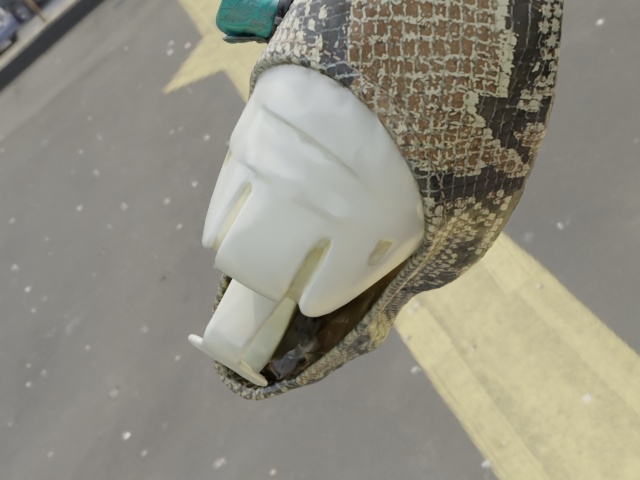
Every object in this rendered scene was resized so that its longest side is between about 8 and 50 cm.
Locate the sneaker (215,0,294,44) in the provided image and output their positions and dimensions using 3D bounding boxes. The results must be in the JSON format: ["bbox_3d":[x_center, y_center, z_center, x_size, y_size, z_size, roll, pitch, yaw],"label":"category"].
[{"bbox_3d":[-0.044,-0.293,1.273,0.295,0.179,0.123,53,127,56],"label":"sneaker"}]

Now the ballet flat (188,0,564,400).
[{"bbox_3d":[0.000,0.000,0.589,0.182,0.164,0.482,-43,-12,-25],"label":"ballet flat"}]
